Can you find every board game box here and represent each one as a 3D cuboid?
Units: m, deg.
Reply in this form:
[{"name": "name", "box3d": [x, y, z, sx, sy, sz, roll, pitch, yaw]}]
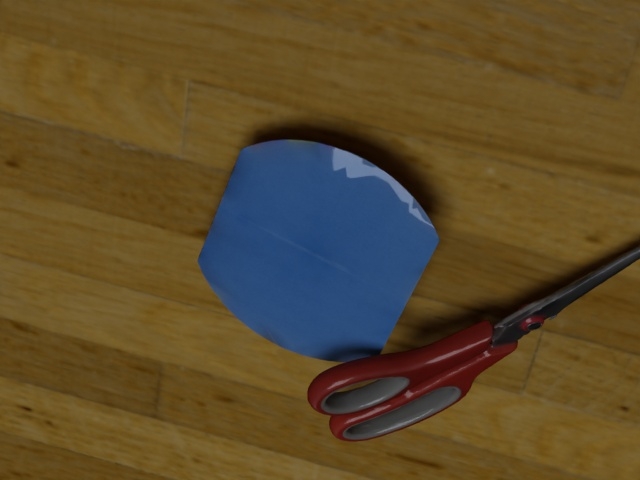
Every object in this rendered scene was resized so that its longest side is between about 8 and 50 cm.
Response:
[{"name": "board game box", "box3d": [0.000, 0.000, 1.004, 0.133, 0.033, 0.168, 27, 130, 3]}]

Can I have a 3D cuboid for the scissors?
[{"name": "scissors", "box3d": [0.124, 0.058, 1.019, 0.297, 0.021, 0.109, -27, 146, 17]}]
